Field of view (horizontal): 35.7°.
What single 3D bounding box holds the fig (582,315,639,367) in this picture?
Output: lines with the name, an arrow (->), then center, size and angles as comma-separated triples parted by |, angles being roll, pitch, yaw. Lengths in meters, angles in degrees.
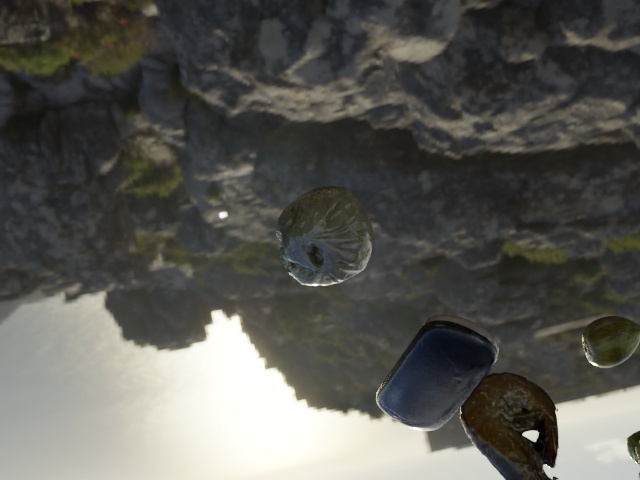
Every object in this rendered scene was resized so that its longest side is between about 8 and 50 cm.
fig -> 0.533, 0.163, 1.749 | 0.166, 0.093, 0.093 | -24, 172, -24

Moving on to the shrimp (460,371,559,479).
shrimp -> 0.349, 0.338, 1.657 | 0.152, 0.287, 0.063 | -36, 149, -4

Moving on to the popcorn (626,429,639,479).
popcorn -> 0.641, 0.361, 1.617 | 0.241, 0.235, 0.250 | 28, 155, -6

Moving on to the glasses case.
glasses case -> 0.175, 0.210, 1.537 | 0.122, 0.075, 0.314 | 27, 144, 3

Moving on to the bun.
bun -> 0.000, 0.000, 1.850 | 0.193, 0.179, 0.128 | -20, -162, 16
